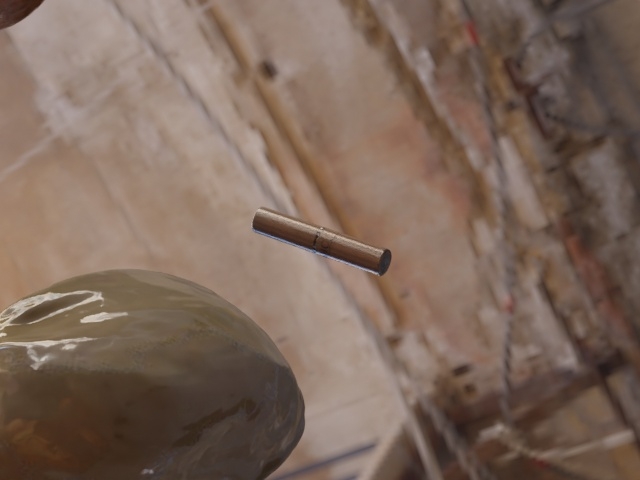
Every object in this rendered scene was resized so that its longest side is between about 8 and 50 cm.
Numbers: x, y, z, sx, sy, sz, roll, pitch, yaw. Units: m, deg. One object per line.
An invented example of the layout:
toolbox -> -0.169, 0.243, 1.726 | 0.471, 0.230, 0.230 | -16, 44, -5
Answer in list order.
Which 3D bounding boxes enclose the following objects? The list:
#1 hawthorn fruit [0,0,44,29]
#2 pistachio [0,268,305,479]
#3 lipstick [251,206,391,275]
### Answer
hawthorn fruit -> -0.288, -0.309, 1.645 | 0.199, 0.251, 0.199 | 41, -156, -23
pistachio -> -0.156, 0.136, 1.529 | 0.332, 0.208, 0.226 | -8, -97, -37
lipstick -> 0.000, 0.000, 1.158 | 0.019, 0.094, 0.019 | -43, -37, -45
